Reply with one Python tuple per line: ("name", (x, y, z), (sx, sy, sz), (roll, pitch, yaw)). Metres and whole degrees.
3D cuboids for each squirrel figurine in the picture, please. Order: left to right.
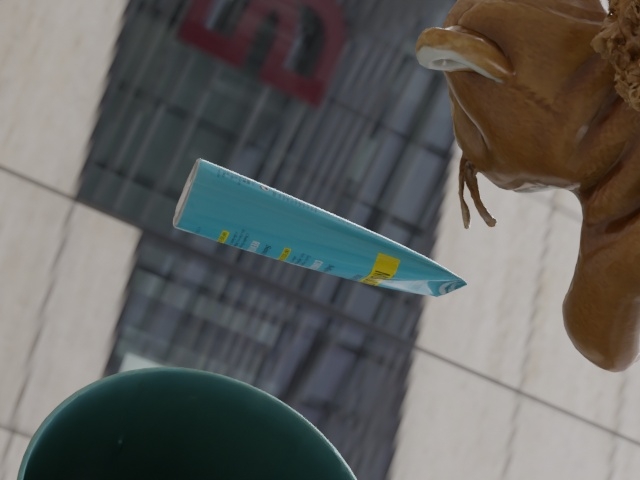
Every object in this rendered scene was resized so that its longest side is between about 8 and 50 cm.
("squirrel figurine", (0.253, -0.081, 1.188), (0.281, 0.370, 0.397), (-39, 166, -29))

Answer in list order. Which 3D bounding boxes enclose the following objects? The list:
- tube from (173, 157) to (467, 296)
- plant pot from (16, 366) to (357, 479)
("tube", (0.000, 0.000, 1.327), (0.080, 0.207, 0.052), (162, -53, -79))
("plant pot", (-0.132, 0.287, 1.514), (0.235, 0.293, 0.293), (120, -26, -45))
